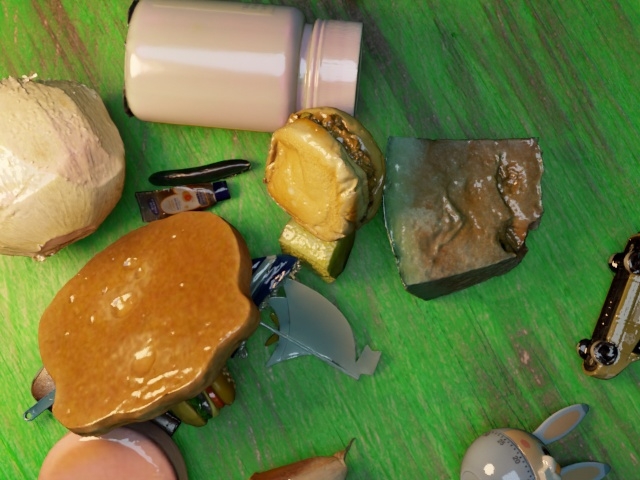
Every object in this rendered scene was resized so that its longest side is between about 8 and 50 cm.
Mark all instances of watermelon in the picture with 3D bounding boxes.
[{"bbox_3d":[0.222,-0.038,1.627,0.302,0.151,0.264,-4,83,-15],"label":"watermelon"}]

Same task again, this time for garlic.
[{"bbox_3d":[-0.025,0.397,1.608,0.198,0.128,0.090,-26,111,2],"label":"garlic"}]

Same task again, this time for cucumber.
[{"bbox_3d":[-0.211,-0.116,1.692,0.184,0.033,0.036,-9,111,2],"label":"cucumber"}]

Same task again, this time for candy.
[{"bbox_3d":[-0.336,0.412,1.611,0.255,0.094,0.255,1,98,5],"label":"candy"}]

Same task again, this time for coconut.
[{"bbox_3d":[-0.459,-0.108,1.574,0.297,0.297,0.254,-28,75,0],"label":"coconut"}]

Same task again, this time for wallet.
[{"bbox_3d":[-0.377,0.287,1.672,0.255,0.031,0.137,38,92,6],"label":"wallet"}]

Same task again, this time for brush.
[{"bbox_3d":[-0.442,0.256,1.657,0.164,0.014,0.051,-37,81,1],"label":"brush"}]

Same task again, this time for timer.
[{"bbox_3d":[0.354,0.370,1.575,0.255,0.175,0.175,-17,86,0],"label":"timer"}]

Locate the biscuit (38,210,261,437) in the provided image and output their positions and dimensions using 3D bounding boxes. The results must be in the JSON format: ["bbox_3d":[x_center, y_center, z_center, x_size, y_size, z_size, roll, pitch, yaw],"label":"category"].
[{"bbox_3d":[-0.277,0.126,1.575,0.385,0.062,0.365,-29,48,4],"label":"biscuit"}]

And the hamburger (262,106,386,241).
[{"bbox_3d":[0.007,-0.105,1.509,0.108,0.214,0.214,-34,84,-39],"label":"hamburger"}]

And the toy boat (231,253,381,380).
[{"bbox_3d":[-0.031,0.153,1.637,0.291,0.067,0.220,31,108,-2],"label":"toy boat"}]

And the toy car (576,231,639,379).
[{"bbox_3d":[0.528,0.120,1.613,0.124,0.101,0.256,21,86,0],"label":"toy car"}]

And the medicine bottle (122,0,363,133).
[{"bbox_3d":[-0.124,-0.288,1.608,0.379,0.213,0.213,6,87,3],"label":"medicine bottle"}]

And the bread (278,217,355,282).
[{"bbox_3d":[0.000,0.000,1.632,0.114,0.129,0.111,25,71,9],"label":"bread"}]

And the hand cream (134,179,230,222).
[{"bbox_3d":[-0.239,-0.071,1.685,0.163,0.039,0.062,-13,120,1],"label":"hand cream"}]

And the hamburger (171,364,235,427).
[{"bbox_3d":[-0.215,0.228,1.610,0.115,0.162,0.162,-36,86,-5],"label":"hamburger"}]
